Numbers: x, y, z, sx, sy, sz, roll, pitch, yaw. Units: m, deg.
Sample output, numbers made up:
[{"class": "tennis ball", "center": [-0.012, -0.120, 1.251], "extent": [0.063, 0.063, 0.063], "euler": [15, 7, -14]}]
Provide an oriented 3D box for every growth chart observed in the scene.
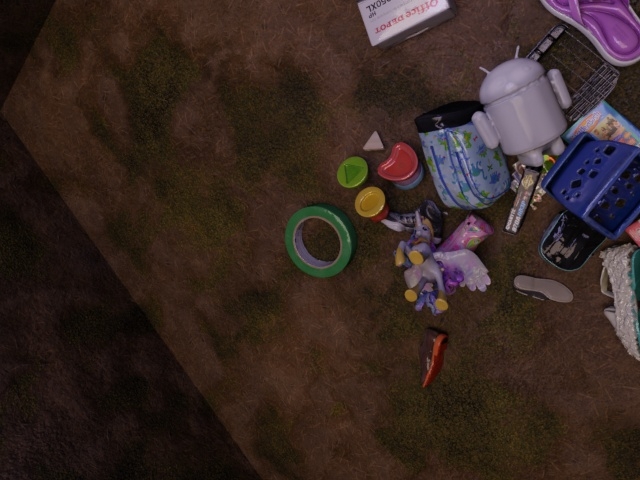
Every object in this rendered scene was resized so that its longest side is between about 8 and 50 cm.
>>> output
[{"class": "growth chart", "center": [0.758, -0.246, 1.611], "extent": [0.172, 0.021, 0.237], "euler": [41, 119, 10]}]

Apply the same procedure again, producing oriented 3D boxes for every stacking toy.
[{"class": "stacking toy", "center": [0.234, -0.244, 1.812], "extent": [0.309, 0.130, 0.280], "euler": [-45, 57, 8]}]

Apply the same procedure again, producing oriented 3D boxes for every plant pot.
[{"class": "plant pot", "center": [0.824, -0.172, 1.387], "extent": [0.236, 0.235, 0.212], "euler": [-57, 37, 16]}]

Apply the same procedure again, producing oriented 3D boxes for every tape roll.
[{"class": "tape roll", "center": [0.000, 0.000, 2.038], "extent": [0.320, 0.077, 0.322], "euler": [8, 109, 24]}]

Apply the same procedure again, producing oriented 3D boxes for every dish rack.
[{"class": "dish rack", "center": [0.779, -0.525, 1.474], "extent": [0.271, 0.074, 0.208], "euler": [44, 121, 9]}]

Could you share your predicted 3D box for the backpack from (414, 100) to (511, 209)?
[{"class": "backpack", "center": [0.494, -0.276, 1.584], "extent": [0.273, 0.290, 0.356], "euler": [16, 122, 44]}]

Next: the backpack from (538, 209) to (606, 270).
[{"class": "backpack", "center": [0.837, 0.008, 1.575], "extent": [0.165, 0.144, 0.189], "euler": [33, 93, 11]}]

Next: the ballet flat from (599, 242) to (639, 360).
[{"class": "ballet flat", "center": [1.034, 0.202, 1.579], "extent": [0.146, 0.147, 0.410], "euler": [-7, 101, 28]}]

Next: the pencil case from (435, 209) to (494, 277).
[{"class": "pencil case", "center": [0.520, 0.023, 1.759], "extent": [0.124, 0.124, 0.284], "euler": [41, 122, 9]}]

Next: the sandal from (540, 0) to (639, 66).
[{"class": "sandal", "center": [0.811, -0.698, 1.364], "extent": [0.169, 0.102, 0.416], "euler": [-44, 81, 15]}]

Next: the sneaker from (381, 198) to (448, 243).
[{"class": "sneaker", "center": [0.365, -0.100, 1.816], "extent": [0.268, 0.101, 0.153], "euler": [24, 108, 20]}]

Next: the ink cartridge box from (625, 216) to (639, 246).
[{"class": "ink cartridge box", "center": [1.100, -0.042, 1.439], "extent": [0.218, 0.092, 0.159], "euler": [-44, 70, 34]}]

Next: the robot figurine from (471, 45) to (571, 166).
[{"class": "robot figurine", "center": [0.623, -0.406, 1.441], "extent": [0.299, 0.200, 0.354], "euler": [-29, 102, 1]}]

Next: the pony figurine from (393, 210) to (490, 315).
[{"class": "pony figurine", "center": [0.391, 0.099, 1.626], "extent": [0.302, 0.363, 0.351], "euler": [-24, 104, 29]}]

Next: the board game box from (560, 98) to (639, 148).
[{"class": "board game box", "center": [0.913, -0.326, 1.490], "extent": [0.210, 0.047, 0.160], "euler": [45, 120, 6]}]

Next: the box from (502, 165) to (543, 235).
[{"class": "box", "center": [0.684, -0.142, 1.566], "extent": [0.051, 0.175, 0.221], "euler": [21, 114, 23]}]

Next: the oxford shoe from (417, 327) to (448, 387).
[{"class": "oxford shoe", "center": [0.463, 0.499, 1.979], "extent": [0.098, 0.096, 0.272], "euler": [27, 114, 39]}]

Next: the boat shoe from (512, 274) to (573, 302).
[{"class": "boat shoe", "center": [0.816, 0.183, 1.715], "extent": [0.205, 0.075, 0.065], "euler": [16, 156, 15]}]

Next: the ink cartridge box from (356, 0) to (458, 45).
[{"class": "ink cartridge box", "center": [0.257, -0.895, 1.558], "extent": [0.285, 0.166, 0.396], "euler": [-16, 100, 30]}]
